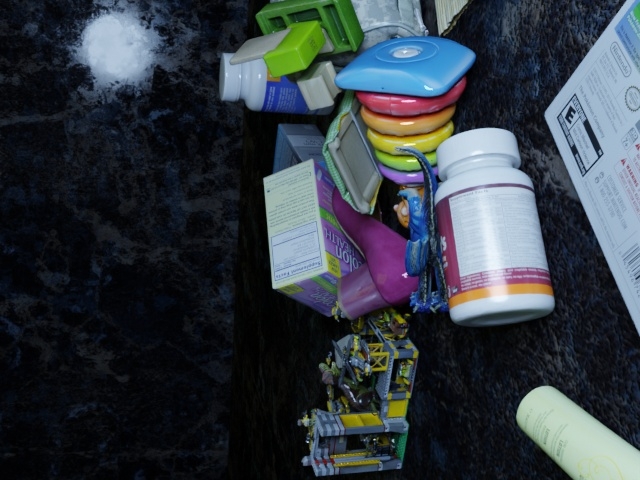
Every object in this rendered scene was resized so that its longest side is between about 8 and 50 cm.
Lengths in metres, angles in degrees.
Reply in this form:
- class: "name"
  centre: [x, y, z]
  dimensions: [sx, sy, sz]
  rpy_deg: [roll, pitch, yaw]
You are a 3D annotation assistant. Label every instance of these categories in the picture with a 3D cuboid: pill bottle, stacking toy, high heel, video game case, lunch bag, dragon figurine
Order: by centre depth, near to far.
- class: "video game case"
  centre: [0.324, -0.088, 0.541]
  dimensions: [0.300, 0.036, 0.329]
  rpy_deg: [113, 153, -53]
- class: "pill bottle"
  centre: [0.203, -0.014, 0.793]
  dimensions: [0.121, 0.121, 0.221]
  rpy_deg: [131, 137, -66]
- class: "dragon figurine"
  centre: [0.157, -0.001, 0.916]
  dimensions: [0.289, 0.085, 0.144]
  rpy_deg: [76, -170, -54]
- class: "stacking toy"
  centre: [0.141, -0.146, 1.012]
  dimensions: [0.166, 0.175, 0.301]
  rpy_deg: [-47, -41, -43]
- class: "lunch bag"
  centre: [0.059, -0.434, 1.150]
  dimensions: [0.256, 0.213, 0.305]
  rpy_deg: [-20, 72, 55]
- class: "high heel"
  centre: [0.123, -0.027, 1.197]
  dimensions: [0.181, 0.127, 0.377]
  rpy_deg: [-28, 41, 26]
- class: "pill bottle"
  centre: [-0.102, -0.386, 1.584]
  dimensions: [0.152, 0.272, 0.152]
  rpy_deg: [180, 90, -73]

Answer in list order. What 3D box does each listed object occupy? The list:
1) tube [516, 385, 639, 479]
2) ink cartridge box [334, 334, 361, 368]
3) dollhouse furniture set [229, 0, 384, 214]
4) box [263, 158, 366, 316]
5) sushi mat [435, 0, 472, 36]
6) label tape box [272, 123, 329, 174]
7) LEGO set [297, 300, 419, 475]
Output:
- class: "tube"
  centre: [0.284, 0.225, 0.631]
  dimensions: [0.070, 0.062, 0.240]
  rpy_deg: [53, 176, -28]
- class: "ink cartridge box"
  centre: [0.061, 0.246, 1.438]
  dimensions: [0.115, 0.029, 0.062]
  rpy_deg: [129, 138, -67]
- class: "dollhouse furniture set"
  centre: [-0.005, -0.207, 1.043]
  dimensions: [0.301, 0.151, 0.197]
  rpy_deg: [62, -138, -36]
- class: "box"
  centre: [0.000, 0.000, 1.302]
  dimensions: [0.213, 0.117, 0.243]
  rpy_deg: [36, -138, -54]
- class: "sushi mat"
  centre: [0.200, -0.489, 1.008]
  dimensions: [0.151, 0.019, 0.316]
  rpy_deg: [133, 135, -68]
- class: "label tape box"
  centre: [-0.034, -0.116, 1.636]
  dimensions: [0.347, 0.115, 0.249]
  rpy_deg: [-120, 34, -55]
- class: "LEGO set"
  centre: [0.042, 0.268, 1.208]
  dimensions: [0.255, 0.192, 0.331]
  rpy_deg: [-117, 32, -58]
